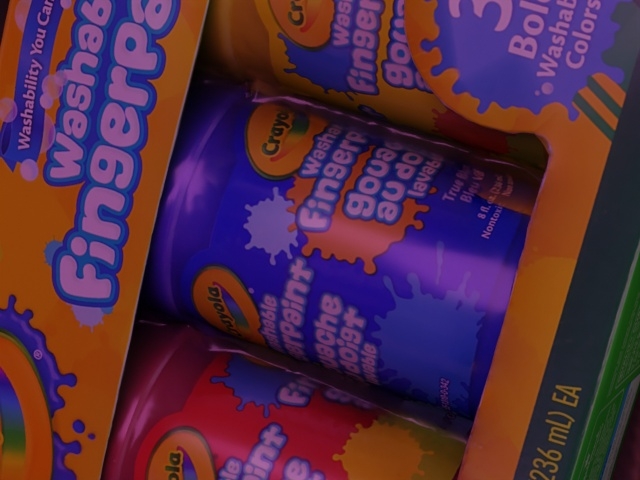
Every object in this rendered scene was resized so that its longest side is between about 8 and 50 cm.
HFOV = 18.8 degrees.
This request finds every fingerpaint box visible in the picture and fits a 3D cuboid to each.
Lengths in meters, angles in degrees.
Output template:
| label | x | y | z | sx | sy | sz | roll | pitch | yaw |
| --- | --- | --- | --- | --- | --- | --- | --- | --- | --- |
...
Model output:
| label | x | y | z | sx | sy | sz | roll | pitch | yaw |
| --- | --- | --- | --- | --- | --- | --- | --- | --- | --- |
| fingerpaint box | 0.000 | 0.000 | 1.068 | 0.371 | 0.163 | 0.445 | 20 | 105 | 18 |
